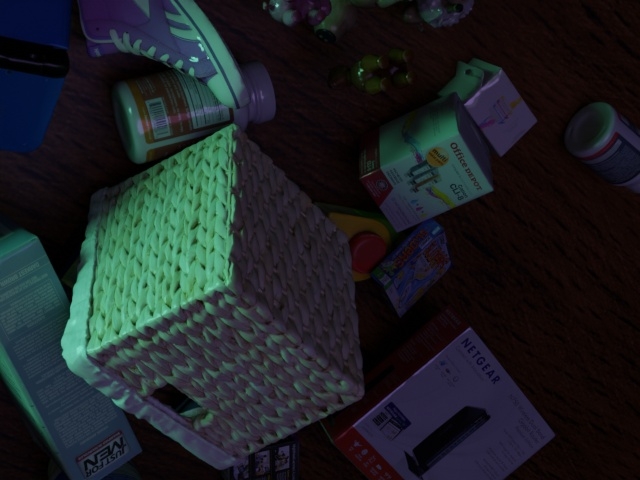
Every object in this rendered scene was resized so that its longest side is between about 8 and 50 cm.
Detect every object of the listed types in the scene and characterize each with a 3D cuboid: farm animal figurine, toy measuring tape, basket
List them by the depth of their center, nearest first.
[{"bbox_3d":[-0.135,0.080,1.418,0.266,0.331,0.328,-27,130,23],"label":"basket"},{"bbox_3d":[0.038,-0.383,1.487,0.327,0.172,0.330,-46,115,-18],"label":"farm animal figurine"},{"bbox_3d":[0.000,0.000,1.638,0.330,0.121,0.121,9,105,-28],"label":"toy measuring tape"}]

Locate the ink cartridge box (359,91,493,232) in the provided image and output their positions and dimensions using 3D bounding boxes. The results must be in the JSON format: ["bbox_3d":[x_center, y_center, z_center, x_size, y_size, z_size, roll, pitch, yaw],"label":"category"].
[{"bbox_3d":[0.168,-0.124,1.621,0.176,0.127,0.128,-25,122,21],"label":"ink cartridge box"}]

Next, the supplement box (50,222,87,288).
[{"bbox_3d":[-0.340,0.035,1.515,0.083,0.056,0.083,37,91,-32],"label":"supplement box"}]

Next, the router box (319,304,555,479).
[{"bbox_3d":[0.208,0.325,1.798,0.301,0.082,0.335,-41,122,1],"label":"router box"}]

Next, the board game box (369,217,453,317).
[{"bbox_3d":[0.156,0.048,1.711,0.136,0.035,0.201,-45,159,-4],"label":"board game box"}]

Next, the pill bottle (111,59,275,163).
[{"bbox_3d":[-0.180,-0.192,1.468,0.216,0.121,0.121,-17,116,-20],"label":"pill bottle"}]

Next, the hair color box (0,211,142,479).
[{"bbox_3d":[-0.402,0.154,1.449,0.113,0.185,0.374,-31,120,-24],"label":"hair color box"}]

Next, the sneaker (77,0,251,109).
[{"bbox_3d":[-0.222,-0.263,1.387,0.161,0.102,0.282,-37,82,-3],"label":"sneaker"}]

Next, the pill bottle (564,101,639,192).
[{"bbox_3d":[0.532,-0.160,1.837,0.180,0.108,0.108,31,94,-32],"label":"pill bottle"}]

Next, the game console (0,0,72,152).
[{"bbox_3d":[-0.489,-0.274,1.341,0.293,0.173,0.250,8,137,-28],"label":"game console"}]

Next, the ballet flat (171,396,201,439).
[{"bbox_3d":[-0.153,0.237,1.665,0.087,0.083,0.247,39,95,-1],"label":"ballet flat"}]

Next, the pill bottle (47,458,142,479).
[{"bbox_3d":[-0.330,0.408,1.539,0.152,0.272,0.152,-10,113,-23],"label":"pill bottle"}]

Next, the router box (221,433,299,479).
[{"bbox_3d":[-0.105,0.427,1.790,0.133,0.046,0.179,-8,113,-24],"label":"router box"}]

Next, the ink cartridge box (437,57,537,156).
[{"bbox_3d":[0.270,-0.227,1.693,0.090,0.092,0.143,-45,120,-3],"label":"ink cartridge box"}]
